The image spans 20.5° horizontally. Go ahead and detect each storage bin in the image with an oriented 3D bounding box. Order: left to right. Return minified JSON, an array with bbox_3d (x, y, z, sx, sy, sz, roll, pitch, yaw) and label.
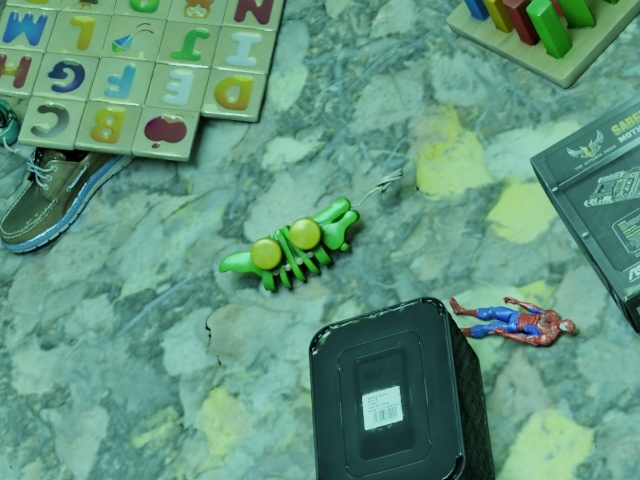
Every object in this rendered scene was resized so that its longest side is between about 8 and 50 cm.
[{"bbox_3d":[0.065,0.149,1.415,0.122,0.084,0.180,-17,49,16],"label":"storage bin"}]

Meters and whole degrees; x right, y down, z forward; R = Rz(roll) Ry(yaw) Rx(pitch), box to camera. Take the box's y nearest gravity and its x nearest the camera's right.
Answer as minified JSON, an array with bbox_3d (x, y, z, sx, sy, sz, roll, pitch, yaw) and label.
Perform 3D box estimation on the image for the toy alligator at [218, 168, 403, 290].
[{"bbox_3d":[0.000,0.000,1.588,0.190,0.056,0.051,-27,90,6],"label":"toy alligator"}]

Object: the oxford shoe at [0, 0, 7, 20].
[{"bbox_3d":[-0.346,-0.279,1.923,0.364,0.133,0.130,4,58,29],"label":"oxford shoe"}]

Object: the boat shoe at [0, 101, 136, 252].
[{"bbox_3d":[-0.260,-0.069,1.765,0.183,0.066,0.066,-47,47,-11],"label":"boat shoe"}]

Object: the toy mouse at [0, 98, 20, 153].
[{"bbox_3d":[-0.361,-0.097,1.865,0.143,0.031,0.161,9,61,33],"label":"toy mouse"}]

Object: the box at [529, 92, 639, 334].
[{"bbox_3d":[0.313,-0.054,1.452,0.231,0.056,0.183,-31,47,4],"label":"box"}]

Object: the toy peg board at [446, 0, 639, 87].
[{"bbox_3d":[0.213,-0.248,1.638,0.161,0.079,0.161,-46,48,-10],"label":"toy peg board"}]

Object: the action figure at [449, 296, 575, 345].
[{"bbox_3d":[0.157,0.067,1.466,0.115,0.030,0.038,5,54,29],"label":"action figure"}]

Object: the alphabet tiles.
[{"bbox_3d":[-0.185,-0.225,1.806,0.285,0.011,0.342,7,56,6],"label":"alphabet tiles"}]
